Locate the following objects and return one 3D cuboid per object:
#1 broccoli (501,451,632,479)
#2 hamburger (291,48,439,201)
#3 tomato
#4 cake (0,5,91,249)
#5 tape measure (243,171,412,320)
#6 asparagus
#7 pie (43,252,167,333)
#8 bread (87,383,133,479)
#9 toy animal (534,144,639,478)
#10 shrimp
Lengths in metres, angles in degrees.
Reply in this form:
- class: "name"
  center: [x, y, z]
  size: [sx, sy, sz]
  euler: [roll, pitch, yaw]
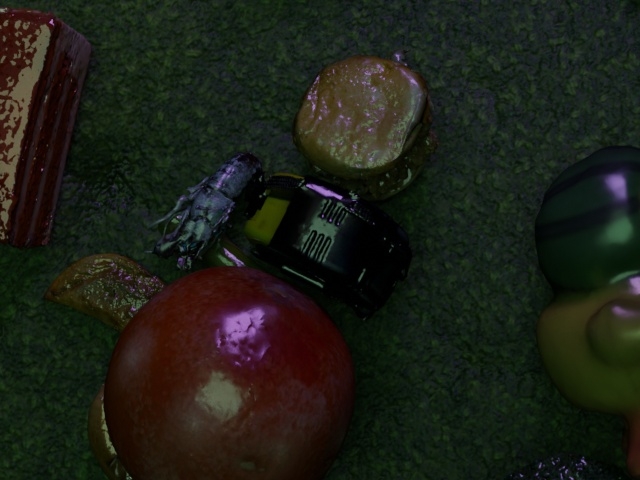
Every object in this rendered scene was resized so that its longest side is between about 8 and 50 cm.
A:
- class: "broccoli"
  center: [0.246, 0.357, 1.279]
  size: [0.297, 0.297, 0.297]
  euler: [-22, 81, 33]
- class: "hamburger"
  center: [0.054, -0.133, 1.403]
  size: [0.159, 0.131, 0.185]
  euler: [24, 82, 19]
- class: "tomato"
  center: [-0.086, 0.153, 1.318]
  size: [0.265, 0.265, 0.265]
  euler: [-1, 85, 9]
- class: "cake"
  center: [-0.320, -0.135, 1.441]
  size: [0.159, 0.158, 0.262]
  euler: [-23, 84, 7]
- class: "tape measure"
  center: [0.000, 0.000, 1.364]
  size: [0.199, 0.186, 0.112]
  euler: [24, 81, 9]
- class: "asparagus"
  center: [-0.106, 0.023, 1.452]
  size: [0.178, 0.041, 0.045]
  euler: [36, 48, 10]
- class: "pie"
  center: [-0.236, 0.065, 1.471]
  size: [0.170, 0.034, 0.092]
  euler: [28, 91, 16]
- class: "bread"
  center: [-0.189, 0.239, 1.427]
  size: [0.114, 0.077, 0.189]
  euler: [-32, 79, -16]
- class: "toy animal"
  center: [0.315, 0.070, 1.309]
  size: [0.191, 0.216, 0.338]
  euler: [-16, 78, 34]
- class: "shrimp"
  center: [-0.128, -0.044, 1.416]
  size: [0.082, 0.076, 0.174]
  euler: [29, 65, 15]
